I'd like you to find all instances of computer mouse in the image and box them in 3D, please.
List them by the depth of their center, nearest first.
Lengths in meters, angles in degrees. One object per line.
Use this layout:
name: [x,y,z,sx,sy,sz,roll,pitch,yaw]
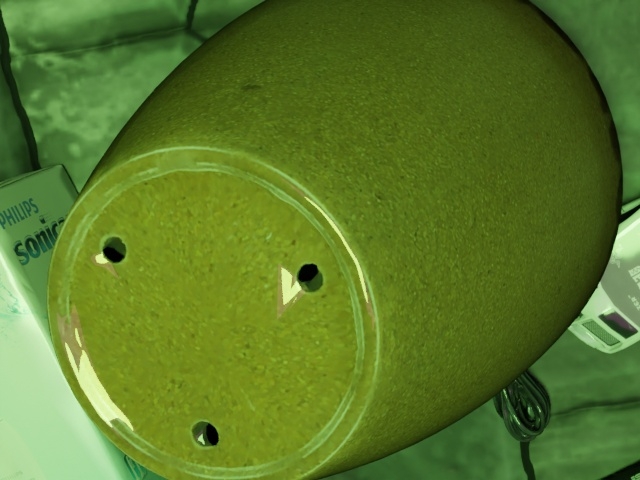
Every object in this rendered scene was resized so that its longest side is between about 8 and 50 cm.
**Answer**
computer mouse: [0.163,0.023,0.575,0.193,0.042,0.106,-32,93,17]

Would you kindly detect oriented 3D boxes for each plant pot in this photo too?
plant pot: [0.000,0.000,0.455,0.237,0.254,0.237,5,105,18]

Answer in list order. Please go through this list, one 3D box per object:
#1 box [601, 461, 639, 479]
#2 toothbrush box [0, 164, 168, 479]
box: [0.277,0.184,0.596,0.184,0.045,0.191,-30,99,14]
toothbrush box: [-0.189,0.137,0.593,0.216,0.126,0.296,-23,98,10]
